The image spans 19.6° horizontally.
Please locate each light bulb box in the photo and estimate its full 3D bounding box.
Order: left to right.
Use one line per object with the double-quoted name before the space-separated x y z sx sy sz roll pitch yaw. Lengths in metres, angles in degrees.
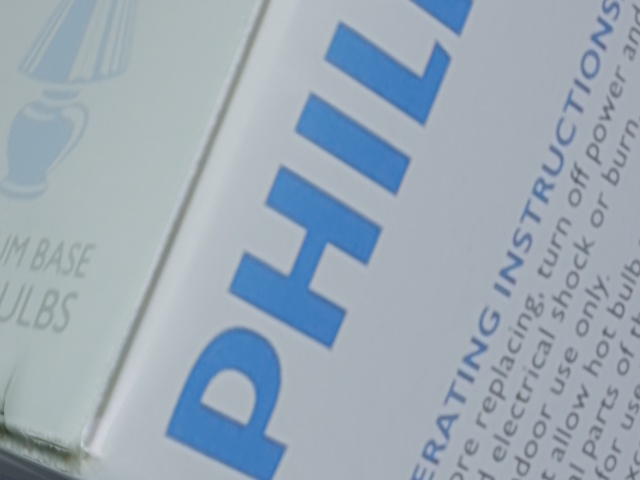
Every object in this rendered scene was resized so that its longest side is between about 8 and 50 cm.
"light bulb box" 0.000 0.000 0.569 0.361 0.358 0.225 31 74 -38
